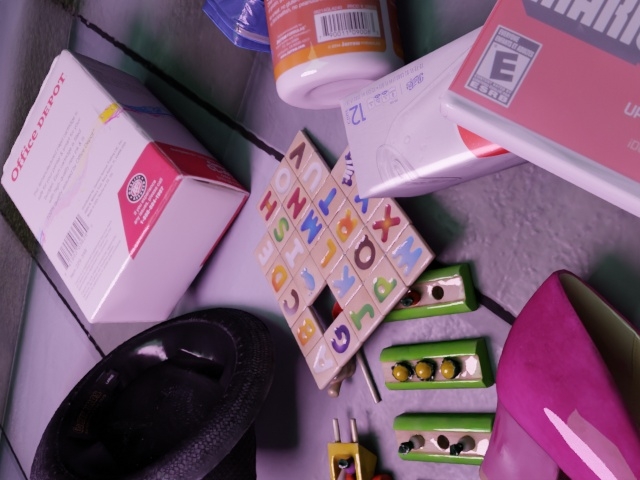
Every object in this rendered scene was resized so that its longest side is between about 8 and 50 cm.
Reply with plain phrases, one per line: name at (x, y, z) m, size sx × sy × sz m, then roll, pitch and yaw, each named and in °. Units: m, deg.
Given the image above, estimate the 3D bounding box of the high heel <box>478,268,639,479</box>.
high heel at (0.262, 0.164, 0.326) m, size 0.377 × 0.127 × 0.182 m, roll 25°, pitch 114°, yaw 39°

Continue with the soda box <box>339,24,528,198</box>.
soda box at (0.153, -0.110, 0.424) m, size 0.286 × 0.098 × 0.091 m, roll -16°, pitch 83°, yaw 42°

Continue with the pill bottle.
pill bottle at (0.005, -0.242, 0.533) m, size 0.121 × 0.121 × 0.216 m, roll -10°, pitch 86°, yaw 43°

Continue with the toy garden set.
toy garden set at (0.068, 0.161, 0.559) m, size 0.203 × 0.049 × 0.245 m, roll -15°, pitch 83°, yaw 42°

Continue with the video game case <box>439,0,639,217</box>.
video game case at (0.218, -0.143, 0.284) m, size 0.204 × 0.025 × 0.285 m, roll 30°, pitch 90°, yaw 10°

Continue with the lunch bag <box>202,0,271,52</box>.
lunch bag at (-0.087, -0.260, 0.653) m, size 0.098 × 0.067 × 0.065 m, roll 51°, pitch 124°, yaw 28°

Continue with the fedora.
fedora at (-0.166, 0.226, 0.681) m, size 0.334 × 0.334 × 0.153 m, roll -3°, pitch 125°, yaw 43°

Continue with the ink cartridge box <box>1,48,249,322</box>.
ink cartridge box at (-0.271, -0.073, 0.765) m, size 0.306 × 0.131 × 0.226 m, roll 46°, pitch 109°, yaw 30°

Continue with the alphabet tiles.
alphabet tiles at (0.000, 0.000, 0.606) m, size 0.198 × 0.009 × 0.237 m, roll -56°, pitch 48°, yaw 31°
